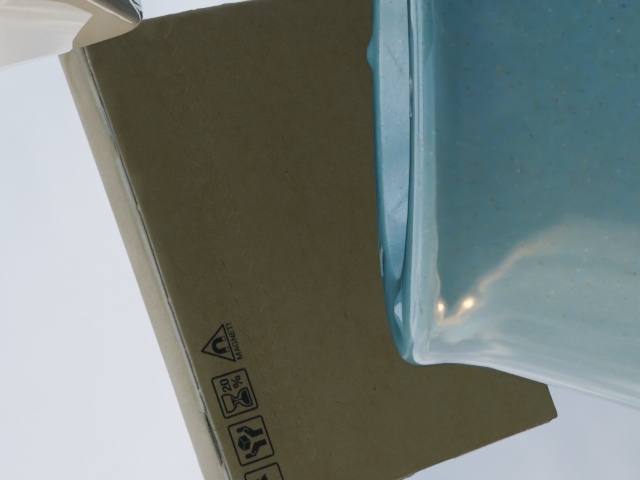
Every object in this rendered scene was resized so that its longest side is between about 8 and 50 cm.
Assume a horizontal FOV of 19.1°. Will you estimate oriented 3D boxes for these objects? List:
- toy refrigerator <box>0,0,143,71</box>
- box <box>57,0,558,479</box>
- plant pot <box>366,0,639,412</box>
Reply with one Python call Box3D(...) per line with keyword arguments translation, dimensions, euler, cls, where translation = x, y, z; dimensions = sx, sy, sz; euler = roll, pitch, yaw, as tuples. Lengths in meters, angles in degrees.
Box3D(translation=(-0.141, -0.103, 0.400), dimensions=(0.269, 0.102, 0.094), euler=(18, -121, -71), cls="toy refrigerator")
Box3D(translation=(0.000, 0.000, 0.754), dimensions=(0.164, 0.021, 0.201), euler=(-16, -96, -36), cls="box")
Box3D(translation=(0.146, -0.054, 0.600), dimensions=(0.271, 0.255, 0.272), euler=(179, 90, -87), cls="plant pot")
